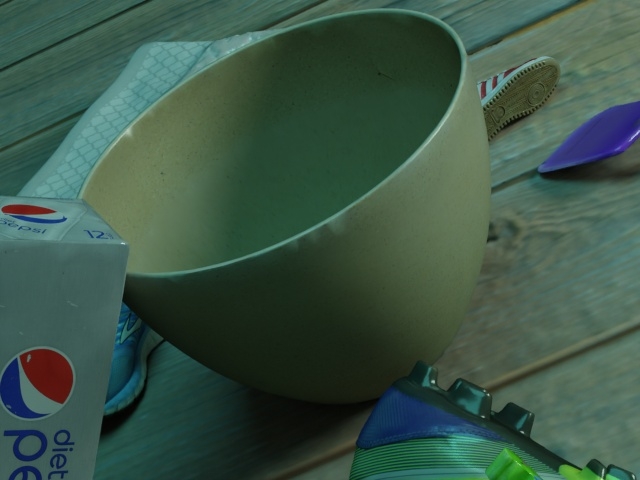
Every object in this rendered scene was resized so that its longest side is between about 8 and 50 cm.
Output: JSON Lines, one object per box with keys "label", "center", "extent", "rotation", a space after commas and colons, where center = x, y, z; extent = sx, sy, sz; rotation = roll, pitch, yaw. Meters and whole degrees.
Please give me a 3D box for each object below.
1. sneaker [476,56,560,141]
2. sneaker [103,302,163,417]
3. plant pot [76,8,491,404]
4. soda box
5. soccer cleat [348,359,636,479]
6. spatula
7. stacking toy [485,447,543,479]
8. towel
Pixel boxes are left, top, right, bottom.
{"label": "sneaker", "center": [0.135, -0.117, 1.316], "extent": [0.118, 0.042, 0.067], "rotation": [-37, 35, -10]}
{"label": "sneaker", "center": [-0.167, 0.074, 1.242], "extent": [0.063, 0.073, 0.162], "rotation": [-11, 35, 27]}
{"label": "plant pot", "center": [0.000, 0.000, 1.104], "extent": [0.284, 0.191, 0.284], "rotation": [-20, 32, 13]}
{"label": "soda box", "center": [-0.196, 0.118, 1.001], "extent": [0.098, 0.286, 0.091], "rotation": [2, 18, -28]}
{"label": "soccer cleat", "center": [0.118, 0.168, 0.888], "extent": [0.289, 0.093, 0.121], "rotation": [30, 93, 50]}
{"label": "spatula", "center": [0.282, -0.069, 1.137], "extent": [0.296, 0.030, 0.084], "rotation": [10, 45, 46]}
{"label": "stacking toy", "center": [0.083, 0.219, 0.766], "extent": [0.167, 0.052, 0.221], "rotation": [-48, 38, 10]}
{"label": "towel", "center": [-0.120, -0.088, 1.469], "extent": [0.317, 0.053, 0.332], "rotation": [0, 41, 38]}
